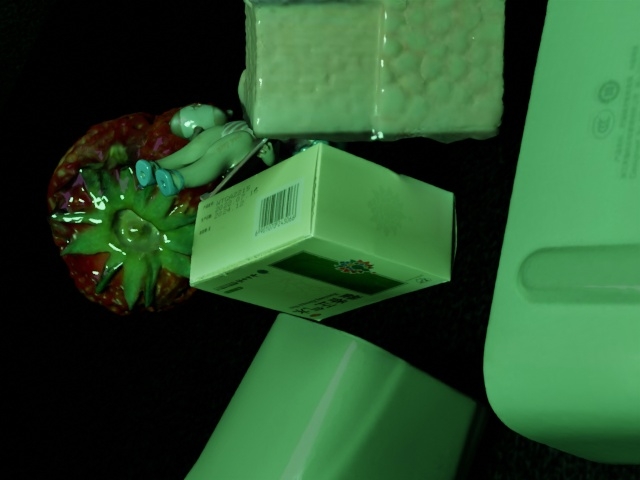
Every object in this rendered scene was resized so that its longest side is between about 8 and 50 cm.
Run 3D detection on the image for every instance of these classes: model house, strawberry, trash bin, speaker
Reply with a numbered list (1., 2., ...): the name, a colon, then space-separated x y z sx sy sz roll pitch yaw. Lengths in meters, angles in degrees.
1. model house: 0.042 -0.227 1.041 0.202 0.237 0.237 -96 6 -67
2. strawberry: -0.201 -0.048 1.433 0.288 0.250 0.238 -94 -1 -72
3. trash bin: 0.001 0.209 0.945 0.219 0.220 0.250 13 75 58
4. speaker: 0.254 -0.058 0.745 0.184 0.183 0.406 -6 66 51

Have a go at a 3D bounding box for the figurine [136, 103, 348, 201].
1. figurine: -0.089 -0.099 1.261 0.205 0.260 0.102 7 116 49

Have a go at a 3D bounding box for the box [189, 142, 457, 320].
1. box: 0.000 0.000 1.109 0.212 0.168 0.095 -22 59 51
